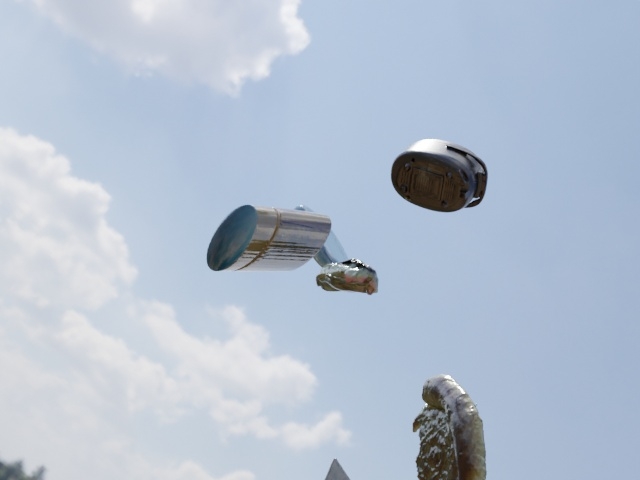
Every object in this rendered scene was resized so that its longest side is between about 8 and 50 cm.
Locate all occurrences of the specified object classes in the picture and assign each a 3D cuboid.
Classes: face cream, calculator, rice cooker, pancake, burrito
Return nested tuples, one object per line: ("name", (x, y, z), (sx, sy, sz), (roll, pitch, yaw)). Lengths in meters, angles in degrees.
("face cream", (-0.088, 0.000, 1.657), (0.067, 0.139, 0.285), (49, 17, 18))
("calculator", (0.000, 0.000, 2.455), (0.188, 0.042, 0.302), (65, 12, 22))
("rice cooker", (0.205, -0.111, 1.693), (0.165, 0.106, 0.112), (19, -60, 27))
("pancake", (0.275, 0.472, 2.198), (0.067, 0.427, 0.305), (14, -43, -18))
("burrito", (0.056, 0.084, 2.210), (0.096, 0.066, 0.309), (28, -9, -12))

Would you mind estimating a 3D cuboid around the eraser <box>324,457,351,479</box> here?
("eraser", (0.087, 0.628, 2.036), (0.352, 0.077, 0.111), (53, -31, 31))
